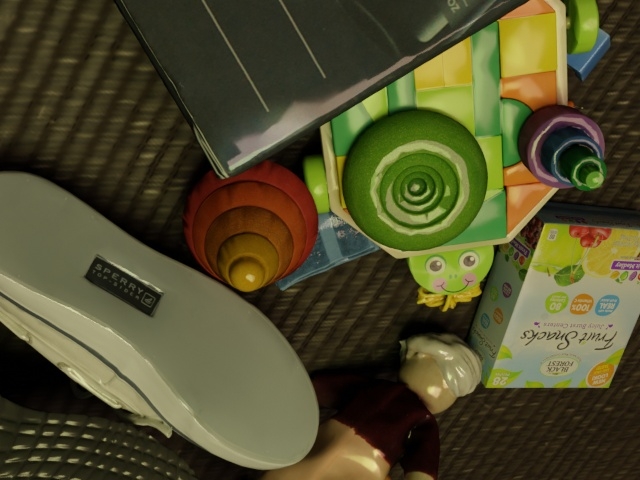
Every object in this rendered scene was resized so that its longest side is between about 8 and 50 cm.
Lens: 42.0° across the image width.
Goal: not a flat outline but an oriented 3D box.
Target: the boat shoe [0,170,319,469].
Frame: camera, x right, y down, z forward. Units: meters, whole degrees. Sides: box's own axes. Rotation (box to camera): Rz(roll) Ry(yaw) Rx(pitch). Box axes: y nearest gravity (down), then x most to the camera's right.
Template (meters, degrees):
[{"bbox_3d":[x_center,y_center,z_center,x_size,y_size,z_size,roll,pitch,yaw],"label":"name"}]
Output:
[{"bbox_3d":[-0.176,0.096,0.751,0.367,0.136,0.156,36,142,-18],"label":"boat shoe"}]

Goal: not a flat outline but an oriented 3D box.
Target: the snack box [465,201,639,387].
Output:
[{"bbox_3d":[0.273,0.065,0.936,0.174,0.070,0.207,3,117,-21],"label":"snack box"}]

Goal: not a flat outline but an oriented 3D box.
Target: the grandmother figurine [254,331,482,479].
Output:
[{"bbox_3d":[0.037,0.211,0.863,0.342,0.208,0.104,-37,150,-24],"label":"grandmother figurine"}]

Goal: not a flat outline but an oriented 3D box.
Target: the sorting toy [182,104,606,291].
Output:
[{"bbox_3d":[0.061,-0.024,0.676,0.365,0.126,0.127,-15,112,4],"label":"sorting toy"}]

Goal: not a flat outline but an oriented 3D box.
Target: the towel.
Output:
[{"bbox_3d":[0.000,0.000,0.831,0.119,0.029,0.067,-21,120,-8],"label":"towel"}]

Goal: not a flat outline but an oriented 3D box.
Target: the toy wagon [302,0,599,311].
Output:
[{"bbox_3d":[0.115,-0.084,0.759,0.267,0.068,0.344,-8,112,-1],"label":"toy wagon"}]

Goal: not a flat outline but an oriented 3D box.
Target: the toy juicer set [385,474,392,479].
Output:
[{"bbox_3d":[0.066,0.412,0.969,0.089,0.209,0.329,-11,114,11],"label":"toy juicer set"}]

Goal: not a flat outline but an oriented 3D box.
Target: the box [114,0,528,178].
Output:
[{"bbox_3d":[0.029,-0.263,0.547,0.395,0.212,0.293,-32,98,-3],"label":"box"}]

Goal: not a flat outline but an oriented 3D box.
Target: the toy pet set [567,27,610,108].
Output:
[{"bbox_3d":[0.230,-0.155,0.811,0.122,0.065,0.114,31,103,-30],"label":"toy pet set"}]

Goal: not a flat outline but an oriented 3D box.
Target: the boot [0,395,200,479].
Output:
[{"bbox_3d":[-0.274,0.211,0.751,0.338,0.223,0.118,36,56,-21],"label":"boot"}]
